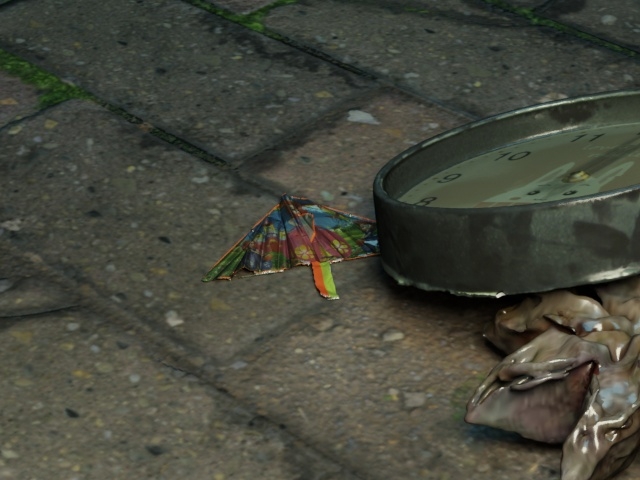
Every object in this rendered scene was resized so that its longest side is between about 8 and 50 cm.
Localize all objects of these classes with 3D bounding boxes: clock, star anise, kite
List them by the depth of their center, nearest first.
[{"bbox_3d":[0.275,0.105,1.334,0.332,0.117,0.331,-2,33,1],"label":"star anise"},{"bbox_3d":[0.232,-0.054,1.498,0.386,0.076,0.386,-12,16,4],"label":"clock"},{"bbox_3d":[0.000,0.000,1.597,0.241,0.014,0.183,-5,35,-9],"label":"kite"}]
